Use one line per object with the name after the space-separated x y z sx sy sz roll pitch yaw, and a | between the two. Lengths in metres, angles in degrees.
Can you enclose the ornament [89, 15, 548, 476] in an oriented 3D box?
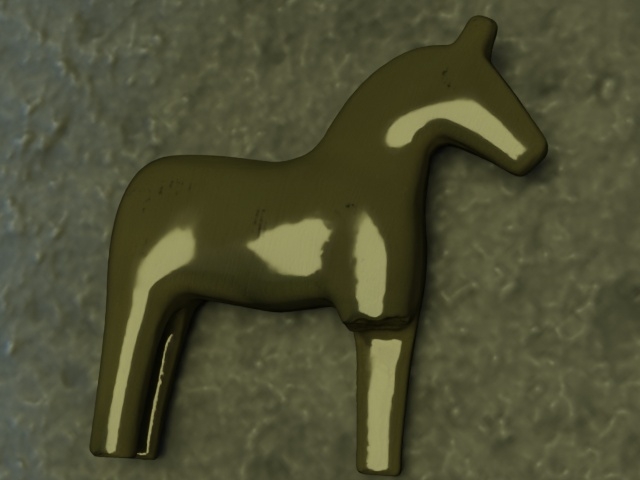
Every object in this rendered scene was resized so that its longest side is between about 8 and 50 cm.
0.000 0.000 0.680 0.230 0.061 0.245 2 80 17 | ornament
